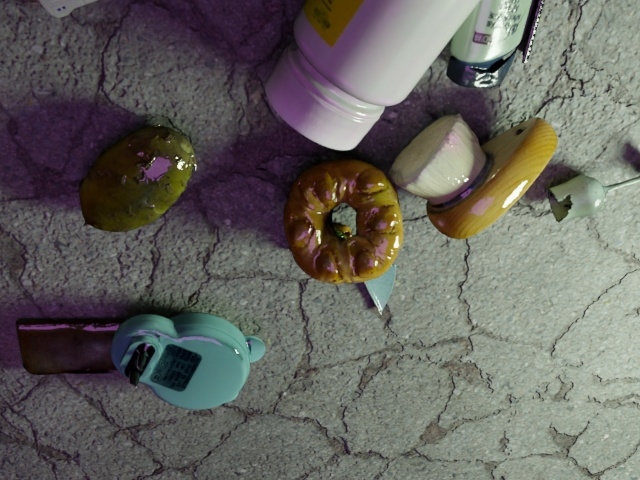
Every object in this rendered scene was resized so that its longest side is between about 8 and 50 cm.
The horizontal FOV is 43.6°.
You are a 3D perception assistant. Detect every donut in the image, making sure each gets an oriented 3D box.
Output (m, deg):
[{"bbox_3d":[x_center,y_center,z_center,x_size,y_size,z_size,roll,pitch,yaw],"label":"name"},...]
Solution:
[{"bbox_3d":[0.041,-0.035,1.416,0.226,0.114,0.226,1,100,8],"label":"donut"}]

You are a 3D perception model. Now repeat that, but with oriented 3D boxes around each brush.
[{"bbox_3d":[0.267,-0.141,1.383,0.266,0.174,0.166,-40,108,9],"label":"brush"}]

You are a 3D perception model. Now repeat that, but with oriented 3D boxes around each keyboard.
[{"bbox_3d":[0.357,-0.390,1.289,0.013,0.061,0.204,16,122,10],"label":"keyboard"}]

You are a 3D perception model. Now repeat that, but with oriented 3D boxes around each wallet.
[{"bbox_3d":[-0.475,0.214,1.608,0.255,0.031,0.137,0,122,-5],"label":"wallet"}]

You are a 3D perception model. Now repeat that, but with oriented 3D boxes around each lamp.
[{"bbox_3d":[-0.266,0.228,1.562,0.284,0.147,0.209,13,120,-35],"label":"lamp"}]

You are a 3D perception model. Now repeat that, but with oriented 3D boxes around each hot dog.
[{"bbox_3d":[0.000,0.000,1.510,0.133,0.041,0.056,-13,123,3],"label":"hot dog"}]

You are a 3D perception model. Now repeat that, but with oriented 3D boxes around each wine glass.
[{"bbox_3d":[0.523,-0.094,1.479,0.195,0.079,0.079,-18,122,5],"label":"wine glass"}]

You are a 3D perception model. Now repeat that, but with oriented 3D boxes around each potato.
[{"bbox_3d":[-0.320,-0.098,1.377,0.251,0.113,0.149,-37,122,15],"label":"potato"}]

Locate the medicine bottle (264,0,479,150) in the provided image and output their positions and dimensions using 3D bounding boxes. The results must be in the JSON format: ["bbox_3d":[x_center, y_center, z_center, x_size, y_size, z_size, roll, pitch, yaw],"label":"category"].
[{"bbox_3d":[0.088,-0.333,1.199,0.213,0.213,0.379,25,123,-19],"label":"medicine bottle"}]

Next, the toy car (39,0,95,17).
[{"bbox_3d":[-0.334,-0.416,1.191,0.209,0.089,0.108,-19,122,9],"label":"toy car"}]

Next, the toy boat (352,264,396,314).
[{"bbox_3d":[0.117,0.092,1.591,0.096,0.034,0.122,-23,130,9],"label":"toy boat"}]

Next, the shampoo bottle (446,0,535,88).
[{"bbox_3d":[0.294,-0.418,1.251,0.134,0.078,0.359,-9,126,-29],"label":"shampoo bottle"}]
